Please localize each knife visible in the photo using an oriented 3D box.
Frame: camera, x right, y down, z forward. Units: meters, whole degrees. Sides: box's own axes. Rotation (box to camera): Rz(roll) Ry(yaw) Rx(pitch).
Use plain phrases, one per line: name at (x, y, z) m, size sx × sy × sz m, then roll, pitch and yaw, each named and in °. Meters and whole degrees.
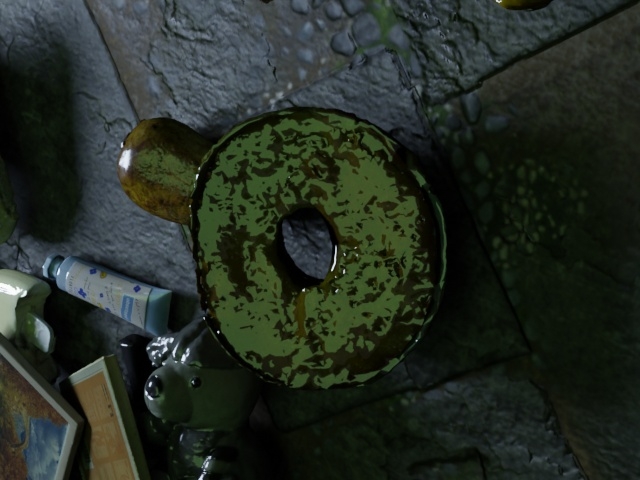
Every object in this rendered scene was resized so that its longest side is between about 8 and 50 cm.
knife at (-0.208, 0.220, 1.462) m, size 0.060 × 0.028 × 0.230 m, roll 2°, pitch 106°, yaw 45°

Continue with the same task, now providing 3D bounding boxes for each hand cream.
hand cream at (-0.242, 0.057, 1.429) m, size 0.171 × 0.043 × 0.065 m, roll 20°, pitch 118°, yaw 22°

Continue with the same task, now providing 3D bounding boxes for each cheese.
cheese at (-0.395, 0.070, 1.525) m, size 0.235 × 0.050 × 0.127 m, roll 33°, pitch 125°, yaw 32°

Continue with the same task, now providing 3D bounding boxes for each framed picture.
framed picture at (-0.369, 0.235, 1.527) m, size 0.184 × 0.016 × 0.250 m, roll 42°, pitch 136°, yaw 18°

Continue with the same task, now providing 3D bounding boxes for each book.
book at (-0.244, 0.224, 1.407) m, size 0.242 × 0.018 × 0.170 m, roll -27°, pitch 78°, yaw 63°

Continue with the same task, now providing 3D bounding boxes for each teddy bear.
teddy bear at (-0.136, 0.176, 1.334) m, size 0.171 × 0.144 × 0.250 m, roll 3°, pitch 101°, yaw 47°

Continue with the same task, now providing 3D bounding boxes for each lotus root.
lotus root at (-0.125, -0.062, 1.298) m, size 0.191 × 0.094 × 0.108 m, roll 23°, pitch 147°, yaw 20°

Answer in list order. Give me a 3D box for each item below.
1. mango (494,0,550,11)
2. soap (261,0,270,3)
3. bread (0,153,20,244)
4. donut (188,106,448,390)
mango at (0.205, -0.295, 0.995) m, size 0.151 × 0.156 × 0.248 m, roll 24°, pitch 121°, yaw -15°
soap at (-0.034, -0.385, 1.153) m, size 0.218 × 0.098 × 0.273 m, roll -22°, pitch 89°, yaw 34°
bread at (-0.473, -0.111, 1.461) m, size 0.207 × 0.056 × 0.286 m, roll -15°, pitch 104°, yaw 21°
donut at (0.000, 0.000, 1.200) m, size 0.272 × 0.107 × 0.272 m, roll 2°, pitch 102°, yaw 11°
